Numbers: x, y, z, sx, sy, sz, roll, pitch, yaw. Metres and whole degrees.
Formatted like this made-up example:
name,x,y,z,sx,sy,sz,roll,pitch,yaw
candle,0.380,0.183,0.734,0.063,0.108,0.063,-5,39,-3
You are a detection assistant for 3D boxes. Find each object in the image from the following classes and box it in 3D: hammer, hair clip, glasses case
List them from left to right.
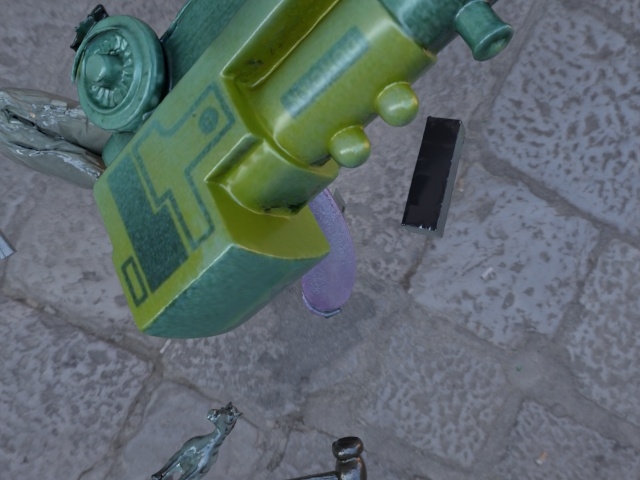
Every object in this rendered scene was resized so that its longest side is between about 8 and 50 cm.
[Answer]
name,x,y,z,sx,sy,sz,roll,pitch,yaw
glasses case,-0.988,-0.039,1.706,0.047,0.071,0.205,-36,102,-17
hammer,-0.102,0.227,0.507,0.292,0.029,0.058,-8,83,-4
hair clip,0.002,-0.001,1.239,0.110,0.095,0.359,-24,105,-37

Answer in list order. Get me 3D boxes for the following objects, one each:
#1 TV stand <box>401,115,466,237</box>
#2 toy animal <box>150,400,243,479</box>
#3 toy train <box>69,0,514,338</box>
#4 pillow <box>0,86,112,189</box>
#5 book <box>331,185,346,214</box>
name,x,y,z,sx,sy,sz,roll,pitch,yaw
TV stand,0.268,-0.150,1.353,0.088,0.083,0.270,11,82,24
toy animal,-0.261,0.444,1.148,0.090,0.170,0.255,48,121,13
toy train,-0.017,-0.123,0.386,0.369,0.150,0.237,-40,67,27
pillow,-0.266,-0.103,0.569,0.134,0.181,0.078,25,82,-33
book,0.035,-0.058,1.697,0.012,0.118,0.172,9,69,24
